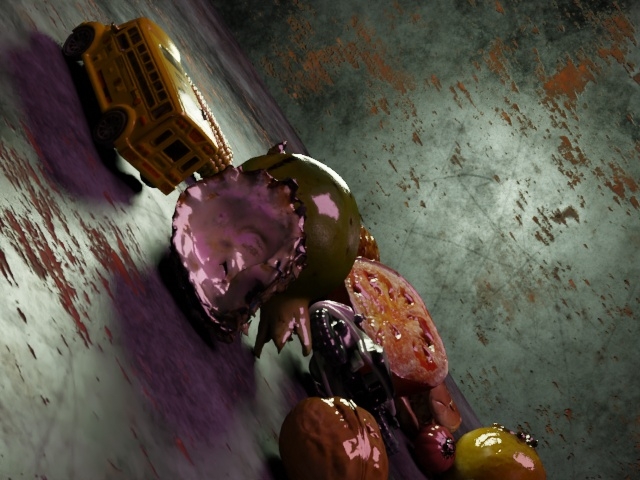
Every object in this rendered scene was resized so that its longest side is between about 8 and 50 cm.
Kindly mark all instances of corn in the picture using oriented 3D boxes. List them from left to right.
[{"bbox_3d":[-0.271,-0.253,1.870,0.318,0.115,0.115,53,8,-19],"label":"corn"}]

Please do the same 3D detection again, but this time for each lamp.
[{"bbox_3d":[0.253,0.460,2.203,0.107,0.092,0.107,20,62,-44],"label":"lamp"}]

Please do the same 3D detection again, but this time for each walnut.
[{"bbox_3d":[0.015,0.283,1.325,0.144,0.144,0.180,51,18,-36],"label":"walnut"}]

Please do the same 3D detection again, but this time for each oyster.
[{"bbox_3d":[-0.114,0.016,1.403,0.092,0.198,0.260,110,-18,-58],"label":"oyster"}]

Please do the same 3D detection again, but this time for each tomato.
[{"bbox_3d":[0.124,0.207,2.166,0.338,0.143,0.338,35,34,-28],"label":"tomato"}]

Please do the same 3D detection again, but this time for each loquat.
[{"bbox_3d":[0.396,0.529,2.260,0.244,0.244,0.244,55,8,-11],"label":"loquat"}]

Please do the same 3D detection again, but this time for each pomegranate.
[{"bbox_3d":[-0.066,0.018,1.579,0.260,0.260,0.341,40,42,-64],"label":"pomegranate"}]

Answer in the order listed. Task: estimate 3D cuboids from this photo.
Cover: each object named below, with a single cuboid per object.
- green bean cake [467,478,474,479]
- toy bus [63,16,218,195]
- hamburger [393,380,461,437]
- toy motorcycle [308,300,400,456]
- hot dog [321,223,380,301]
[{"bbox_3d":[0.334,0.615,2.049,0.198,0.097,0.233,54,8,-9],"label":"green bean cake"},{"bbox_3d":[-0.281,-0.234,1.561,0.144,0.152,0.330,45,13,-50],"label":"toy bus"},{"bbox_3d":[0.217,0.339,2.342,0.286,0.146,0.243,56,1,8],"label":"hamburger"},{"bbox_3d":[0.057,0.231,1.775,0.327,0.143,0.188,60,5,-29],"label":"toy motorcycle"},{"bbox_3d":[0.000,0.000,2.291,0.267,0.174,0.387,57,11,25],"label":"hot dog"}]
